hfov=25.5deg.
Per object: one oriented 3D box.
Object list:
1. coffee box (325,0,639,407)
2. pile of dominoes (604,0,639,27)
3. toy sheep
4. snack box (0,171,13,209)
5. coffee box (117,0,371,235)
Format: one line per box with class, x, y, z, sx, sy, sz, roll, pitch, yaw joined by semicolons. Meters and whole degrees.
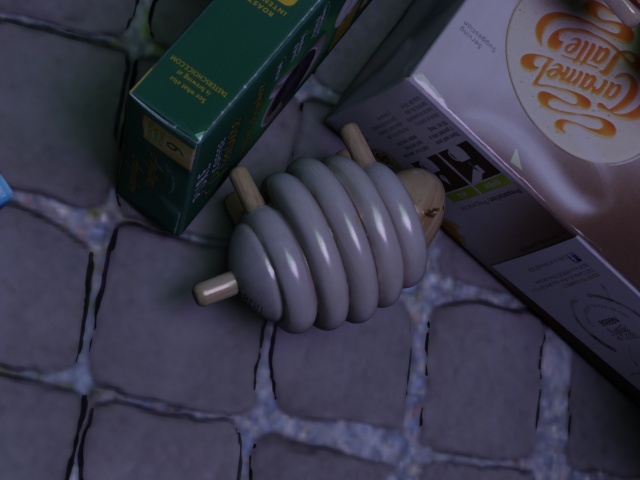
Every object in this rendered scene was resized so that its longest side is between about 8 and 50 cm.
coffee box;0.145;-0.038;0.725;0.246;0.098;0.141;42;67;-13
pile of dominoes;0.194;-0.153;0.723;0.196;0.040;0.251;37;34;-20
toy sheep;0.000;0.000;0.663;0.132;0.091;0.091;-24;92;-12
snack box;-0.287;-0.105;0.550;0.187;0.060;0.322;-34;94;-29
coffee box;-0.022;-0.096;0.649;0.040;0.113;0.184;36;69;3
